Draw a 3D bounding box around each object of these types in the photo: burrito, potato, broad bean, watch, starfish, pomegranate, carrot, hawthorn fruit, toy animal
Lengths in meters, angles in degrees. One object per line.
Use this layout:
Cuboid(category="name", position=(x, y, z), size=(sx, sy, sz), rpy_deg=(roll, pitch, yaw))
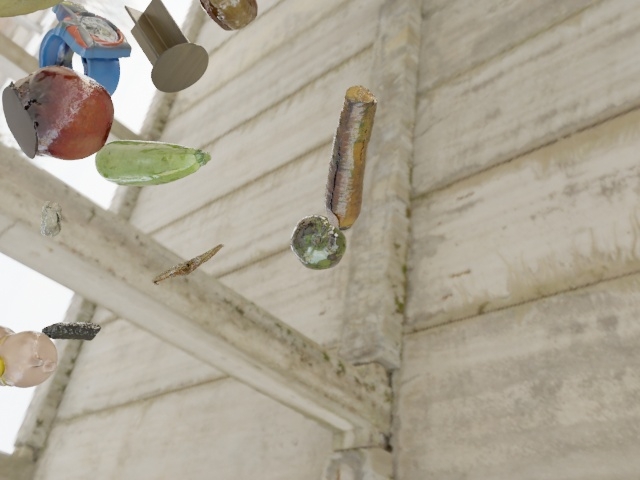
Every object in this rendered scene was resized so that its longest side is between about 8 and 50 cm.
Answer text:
Cuboid(category="burrito", position=(-0.739, -0.055, 1.828), size=(0.188, 0.058, 0.045), rpy_deg=(-51, -128, 56))
Cuboid(category="potato", position=(-0.737, -0.631, 1.620), size=(0.138, 0.243, 0.098), rpy_deg=(71, -20, 6))
Cuboid(category="broad bean", position=(-0.232, -0.601, 1.655), size=(0.122, 0.156, 0.228), rpy_deg=(-38, -173, 6))
Cuboid(category="watch", position=(-0.776, -0.587, 2.083), size=(0.305, 0.241, 0.274), rpy_deg=(44, -59, 17))
Cuboid(category="starfish", position=(-0.388, 0.075, 1.959), size=(0.240, 0.043, 0.227), rpy_deg=(-31, -171, -8))
Cuboid(category="pomegranate", position=(0.004, -0.006, 1.603), size=(0.163, 0.138, 0.125), rpy_deg=(-49, 176, -45))
Cuboid(category="carrot", position=(0.051, -0.134, 1.129), size=(0.070, 0.070, 0.260), rpy_deg=(-106, -160, -50))
Cuboid(category="hawthorn fruit", position=(-0.505, -0.248, 1.341), size=(0.189, 0.251, 0.190), rpy_deg=(-1, -91, 28))
Cuboid(category="toy animal", position=(-0.702, 0.264, 1.502), size=(0.248, 0.165, 0.149), rpy_deg=(11, -121, 28))

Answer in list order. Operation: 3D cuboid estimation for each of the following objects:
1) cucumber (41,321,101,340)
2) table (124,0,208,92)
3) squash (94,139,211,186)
Cuboid(category="cucumber", position=(-0.667, 0.241, 1.774), size=(0.053, 0.181, 0.053), rpy_deg=(-6, -101, 29))
Cuboid(category="table", position=(-0.427, -0.537, 1.783), size=(0.167, 0.167, 0.227), rpy_deg=(-41, -110, 17))
Cuboid(category="squash", position=(-0.430, -0.192, 1.676), size=(0.370, 0.118, 0.118), rpy_deg=(6, -117, 31))
